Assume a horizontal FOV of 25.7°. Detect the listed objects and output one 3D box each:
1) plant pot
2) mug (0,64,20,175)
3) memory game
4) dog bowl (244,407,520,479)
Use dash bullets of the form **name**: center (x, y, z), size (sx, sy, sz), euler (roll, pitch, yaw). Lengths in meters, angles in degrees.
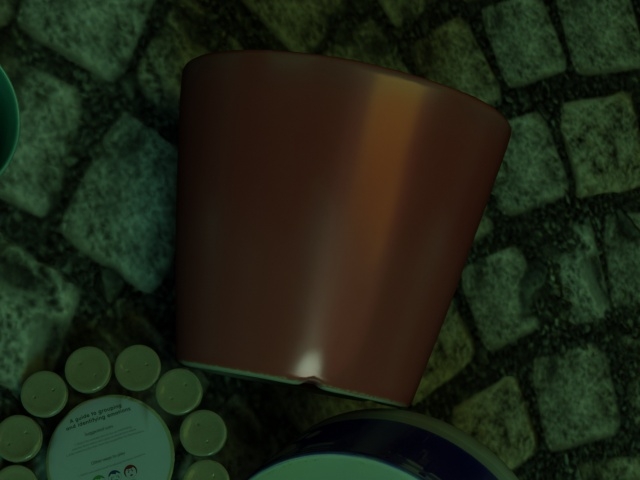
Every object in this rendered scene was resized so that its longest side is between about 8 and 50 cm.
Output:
- **plant pot**: center (0.000, 0.000, 1.139), size (0.275, 0.275, 0.243), euler (16, 81, -31)
- **mug**: center (-0.300, -0.096, 1.041), size (0.129, 0.097, 0.158), euler (8, 74, -32)
- **memory game**: center (-0.160, 0.168, 1.069), size (0.186, 0.012, 0.186), euler (-1, 74, 2)
- **dog bowl**: center (0.044, 0.271, 1.082), size (0.104, 0.264, 0.265), euler (-25, 94, -63)
